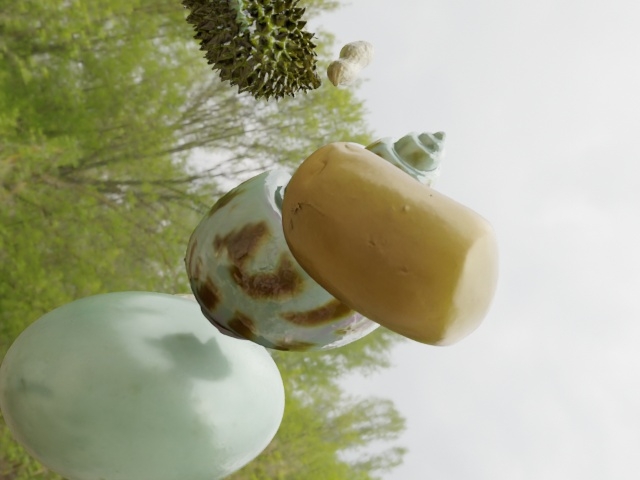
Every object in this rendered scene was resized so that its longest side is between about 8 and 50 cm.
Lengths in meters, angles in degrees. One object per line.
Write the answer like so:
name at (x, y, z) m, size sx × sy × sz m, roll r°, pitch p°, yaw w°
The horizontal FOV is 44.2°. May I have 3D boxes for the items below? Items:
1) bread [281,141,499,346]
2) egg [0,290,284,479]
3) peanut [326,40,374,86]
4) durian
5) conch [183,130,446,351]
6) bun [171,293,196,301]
bread at (0.051, 0.008, 0.705) m, size 0.217 × 0.098 × 0.147 m, roll 31°, pitch -44°, yaw 36°
egg at (-0.242, 0.210, 1.096) m, size 0.276 × 0.389 × 0.276 m, roll -168°, pitch -90°, yaw -78°
peanut at (0.033, -0.197, 0.881) m, size 0.037 × 0.083 × 0.037 m, roll 17°, pitch -43°, yaw 17°
durian at (-0.087, -0.251, 0.841) m, size 0.095 × 0.137 × 0.220 m, roll -45°, pitch 116°, yaw -79°
conch at (-0.001, 0.001, 0.933) m, size 0.368 × 0.249 × 0.197 m, roll -56°, pitch -164°, yaw 9°
bun at (-0.211, 0.215, 1.325) m, size 0.146 × 0.287 × 0.287 m, roll -30°, pitch -102°, yaw 51°
